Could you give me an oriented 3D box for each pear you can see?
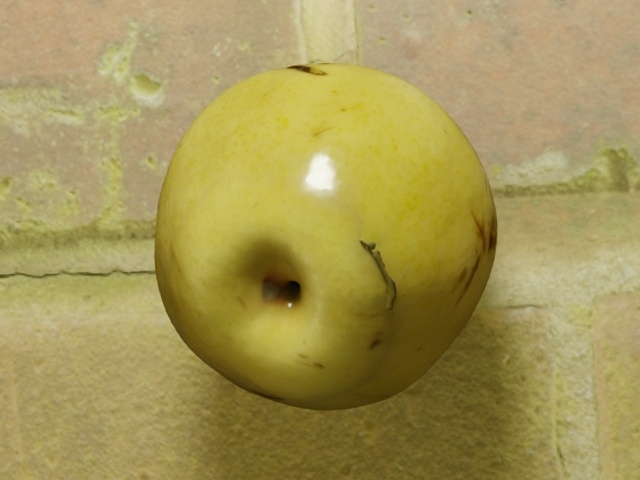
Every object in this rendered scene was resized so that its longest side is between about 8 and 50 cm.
[{"bbox_3d":[0.000,0.000,1.634,0.309,0.309,0.309,3,102,13],"label":"pear"}]
